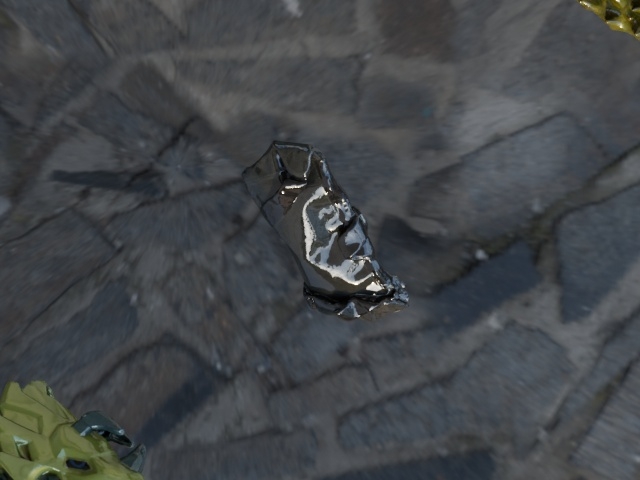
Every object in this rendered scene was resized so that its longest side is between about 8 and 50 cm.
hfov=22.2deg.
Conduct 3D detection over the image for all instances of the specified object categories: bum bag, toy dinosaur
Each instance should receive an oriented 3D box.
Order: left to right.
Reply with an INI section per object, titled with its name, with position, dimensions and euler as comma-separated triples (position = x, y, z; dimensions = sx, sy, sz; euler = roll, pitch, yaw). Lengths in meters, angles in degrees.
[toy dinosaur]
position = -0.242, 0.129, 1.066
dimensions = 0.259, 0.094, 0.153
euler = 36, 73, 20
[bum bag]
position = 0.000, 0.000, 1.375
dimensions = 0.087, 0.049, 0.198
euler = -10, 124, 33

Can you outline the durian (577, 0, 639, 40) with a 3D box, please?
[durian]
position = 0.217, -0.171, 0.892
dimensions = 0.186, 0.108, 0.119
euler = 8, 47, 10
